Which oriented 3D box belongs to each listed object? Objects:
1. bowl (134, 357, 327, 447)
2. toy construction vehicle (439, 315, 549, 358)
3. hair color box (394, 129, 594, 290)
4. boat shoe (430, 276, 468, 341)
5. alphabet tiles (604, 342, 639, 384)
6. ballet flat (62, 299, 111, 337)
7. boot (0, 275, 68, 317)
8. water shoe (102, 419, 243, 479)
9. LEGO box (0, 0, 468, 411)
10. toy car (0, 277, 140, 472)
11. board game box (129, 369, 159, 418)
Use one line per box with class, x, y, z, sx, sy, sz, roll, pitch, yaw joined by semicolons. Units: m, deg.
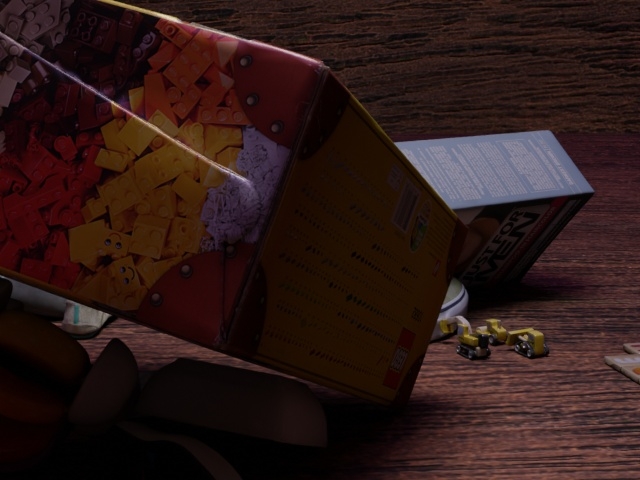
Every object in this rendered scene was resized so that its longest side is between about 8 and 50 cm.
bowl;-0.068;0.133;1.137;0.142;0.053;0.142;7;-9;19
toy construction vehicle;0.185;0.099;1.475;0.086;0.035;0.098;-5;13;-23
hair color box;0.128;-0.023;1.650;0.375;0.185;0.113;-7;55;-37
boat shoe;0.069;0.064;1.504;0.109;0.094;0.302;8;14;35
alphabet tiles;0.408;0.133;1.377;0.198;0.009;0.237;-3;12;-13
ballet flat;-0.260;0.068;1.589;0.057;0.052;0.168;0;11;-1
boot;-0.387;0.060;1.562;0.209;0.189;0.076;22;-42;-30
water shoe;-0.089;0.170;1.026;0.080;0.072;0.203;-2;11;-34
LEGO box;-0.124;-0.027;1.106;0.373;0.193;0.500;18;-6;19
toy car;-0.239;0.122;1.114;0.159;0.136;0.182;27;-15;1
board game box;-0.157;0.143;1.295;0.090;0.020;0.090;-2;12;-14
